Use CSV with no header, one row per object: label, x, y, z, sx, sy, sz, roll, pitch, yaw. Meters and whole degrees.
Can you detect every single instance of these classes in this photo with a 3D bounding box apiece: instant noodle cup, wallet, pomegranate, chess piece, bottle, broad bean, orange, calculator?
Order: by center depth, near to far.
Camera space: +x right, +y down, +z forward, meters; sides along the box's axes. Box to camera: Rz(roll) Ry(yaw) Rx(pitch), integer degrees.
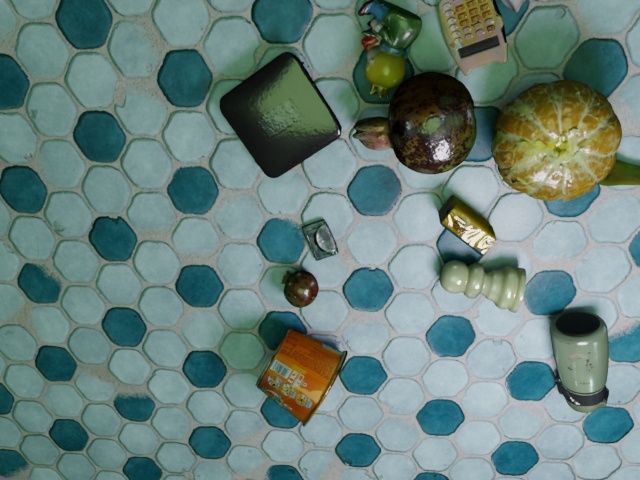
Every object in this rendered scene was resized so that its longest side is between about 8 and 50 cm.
calculator,0.410,-0.572,1.498,0.157,0.033,0.236,-10,121,33
orange,0.632,-0.269,1.513,0.329,0.249,0.329,1,109,3
pomegranate,0.252,-0.314,1.534,0.341,0.285,0.285,-4,112,20
broad bean,0.895,-0.196,1.618,0.325,0.067,0.075,2,143,3
chess piece,0.502,0.134,1.764,0.251,0.144,0.144,11,113,7
wallet,0.000,0.000,1.815,0.088,0.026,0.129,-18,110,14
bottle,0.851,0.408,1.821,0.169,0.168,0.347,-12,116,11
pomegranate,-0.070,0.158,1.840,0.130,0.130,0.130,2,113,5
instant noodle cup,-0.071,0.444,1.888,0.214,0.296,0.296,31,113,3

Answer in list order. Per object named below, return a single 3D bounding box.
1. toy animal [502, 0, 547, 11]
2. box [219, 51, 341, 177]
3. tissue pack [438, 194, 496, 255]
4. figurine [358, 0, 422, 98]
toy animal,0.507,-0.731,1.358,0.272,0.206,0.265,42,114,-9
box,-0.117,-0.365,1.651,0.289,0.073,0.290,-31,107,18
tissue pack,0.445,-0.049,1.695,0.169,0.120,0.082,37,113,-8
figurine,0.163,-0.524,1.534,0.185,0.127,0.234,28,127,7
